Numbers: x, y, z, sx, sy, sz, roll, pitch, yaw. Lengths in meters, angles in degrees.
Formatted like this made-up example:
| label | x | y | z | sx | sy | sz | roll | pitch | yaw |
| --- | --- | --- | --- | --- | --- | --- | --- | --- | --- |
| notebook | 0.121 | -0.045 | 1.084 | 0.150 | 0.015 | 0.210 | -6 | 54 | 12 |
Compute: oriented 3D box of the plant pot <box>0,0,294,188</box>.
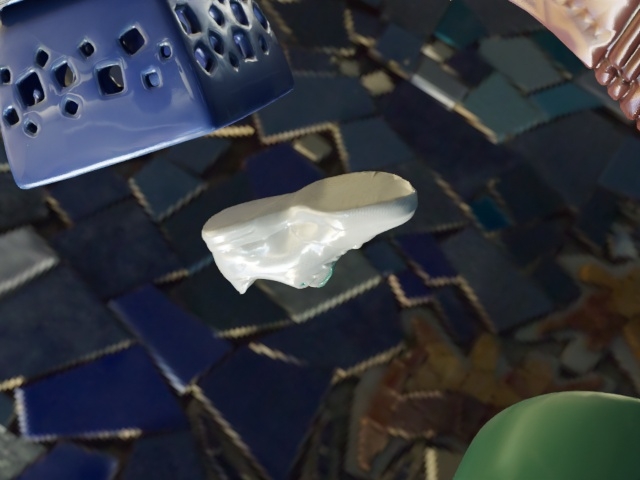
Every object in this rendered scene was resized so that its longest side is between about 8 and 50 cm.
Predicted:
| label | x | y | z | sx | sy | sz | roll | pitch | yaw |
| --- | --- | --- | --- | --- | --- | --- | --- | --- | --- |
| plant pot | -0.191 | -0.199 | 1.282 | 0.236 | 0.212 | 0.236 | -14 | -167 | 23 |

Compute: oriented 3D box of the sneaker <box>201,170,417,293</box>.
| label | x | y | z | sx | sy | sz | roll | pitch | yaw |
| --- | --- | --- | --- | --- | --- | --- | --- | --- | --- |
| sneaker | 0.000 | 0.000 | 1.190 | 0.094 | 0.212 | 0.080 | 68 | 29 | -21 |

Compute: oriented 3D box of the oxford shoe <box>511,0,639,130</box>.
| label | x | y | z | sx | sy | sz | roll | pitch | yaw |
| --- | --- | --- | --- | --- | --- | --- | --- | --- | --- |
| oxford shoe | 0.145 | -0.127 | 0.511 | 0.123 | 0.348 | 0.130 | -52 | -170 | 45 |

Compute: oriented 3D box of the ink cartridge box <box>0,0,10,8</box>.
| label | x | y | z | sx | sy | sz | roll | pitch | yaw |
| --- | --- | --- | --- | --- | --- | --- | --- | --- | --- |
| ink cartridge box | -0.320 | -0.210 | 0.886 | 0.223 | 0.129 | 0.307 | -20 | -174 | -28 |

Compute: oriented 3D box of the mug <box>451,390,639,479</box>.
| label | x | y | z | sx | sy | sz | roll | pitch | yaw |
| --- | --- | --- | --- | --- | --- | --- | --- | --- | --- |
| mug | 0.113 | 0.137 | 0.478 | 0.097 | 0.158 | 0.129 | -53 | 139 | -47 |
